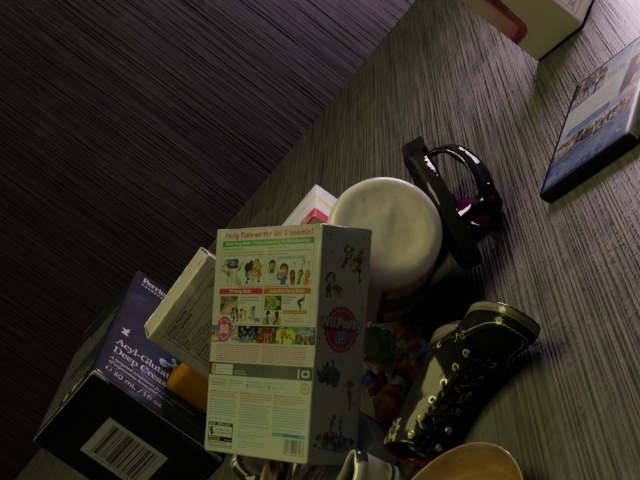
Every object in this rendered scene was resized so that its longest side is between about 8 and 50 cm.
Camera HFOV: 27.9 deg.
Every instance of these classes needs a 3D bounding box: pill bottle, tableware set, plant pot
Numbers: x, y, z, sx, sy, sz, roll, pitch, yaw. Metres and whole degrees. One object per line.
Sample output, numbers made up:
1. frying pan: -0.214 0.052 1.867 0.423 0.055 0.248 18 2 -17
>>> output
1. pill bottle: 0.086 0.029 1.863 0.162 0.162 0.278 -57 -9 -16
2. tableware set: -0.085 0.375 1.758 0.194 0.039 0.128 -71 15 -11
3. plant pot: 0.131 0.318 1.314 0.236 0.032 0.236 -43 25 25

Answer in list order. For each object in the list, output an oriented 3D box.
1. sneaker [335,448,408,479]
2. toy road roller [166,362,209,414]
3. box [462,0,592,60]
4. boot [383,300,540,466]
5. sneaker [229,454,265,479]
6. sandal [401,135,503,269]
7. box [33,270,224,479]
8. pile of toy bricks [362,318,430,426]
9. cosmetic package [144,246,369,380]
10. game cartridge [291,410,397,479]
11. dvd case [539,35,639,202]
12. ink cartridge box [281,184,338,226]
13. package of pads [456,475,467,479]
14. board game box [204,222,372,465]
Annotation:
1. sneaker: 0.000 0.370 1.573 0.258 0.091 0.094 -56 13 -11
2. toy road roller: -0.149 0.201 2.313 0.241 0.202 0.329 -59 9 -11
3. box: 0.341 -0.449 2.209 0.127 0.232 0.149 -38 19 50
4. boot: 0.165 0.175 1.529 0.179 0.085 0.236 -61 8 -22
5. sneaker: -0.086 0.331 2.016 0.098 0.083 0.223 -49 12 -2
6. sandal: 0.202 -0.088 1.954 0.107 0.168 0.446 -27 16 6
7. box: -0.335 0.296 2.505 0.212 0.293 0.395 -47 14 22
8. pile of toy bricks: 0.087 0.157 1.800 0.118 0.105 0.212 -49 14 19
9. cosmetic package: -0.099 0.164 1.975 0.160 0.309 0.113 -53 12 -1
10. game cartridge: 0.006 0.321 1.777 0.198 0.062 0.297 -60 13 -8
11. dvd case: 0.394 -0.179 1.787 0.180 0.022 0.253 -40 18 48
12. ink cartridge box: 0.000 0.000 2.469 0.128 0.127 0.176 -50 14 18
13. package of pads: 0.143 0.288 1.420 0.083 0.032 0.050 -53 13 2
14. board game box: -0.046 0.134 1.703 0.224 0.097 0.303 -2 83 48
